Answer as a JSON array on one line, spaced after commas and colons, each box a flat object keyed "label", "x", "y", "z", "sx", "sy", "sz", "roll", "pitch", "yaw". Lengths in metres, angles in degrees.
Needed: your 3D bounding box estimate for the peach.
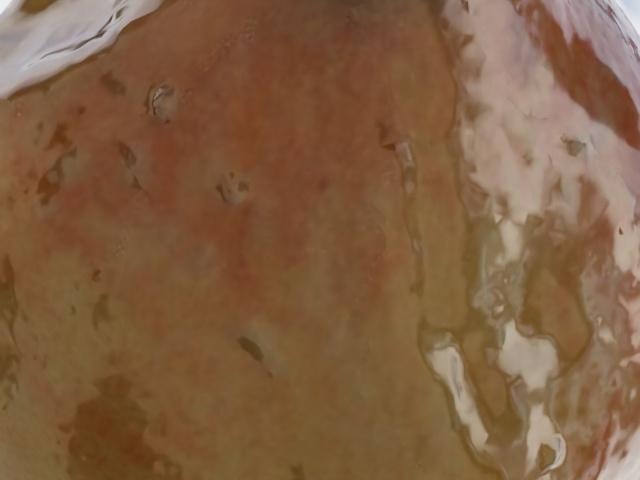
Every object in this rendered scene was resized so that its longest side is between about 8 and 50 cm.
[{"label": "peach", "x": 0.000, "y": 0.000, "z": 0.469, "sx": 0.232, "sy": 0.232, "sz": 0.233, "roll": 23, "pitch": -44, "yaw": 24}]
